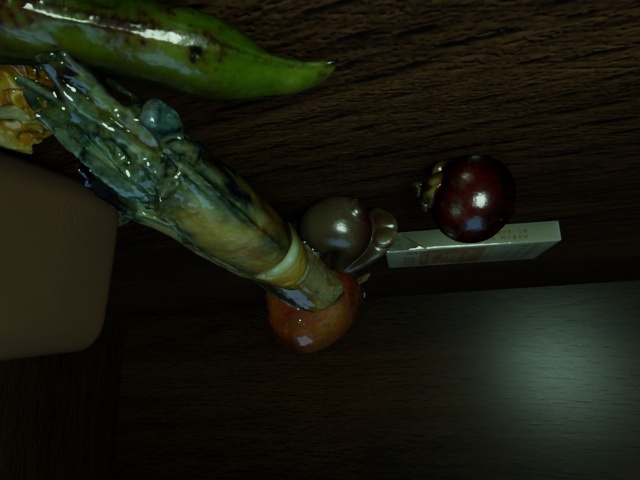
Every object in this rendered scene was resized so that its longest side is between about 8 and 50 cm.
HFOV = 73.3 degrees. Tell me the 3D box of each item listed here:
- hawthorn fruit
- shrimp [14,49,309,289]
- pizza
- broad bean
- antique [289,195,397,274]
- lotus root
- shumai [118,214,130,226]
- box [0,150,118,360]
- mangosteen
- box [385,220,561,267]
[{"bbox_3d":[0.001,0.147,1.145,0.308,0.276,0.276,-21,169,-11],"label":"hawthorn fruit"},{"bbox_3d":[-0.154,-0.040,0.465,0.272,0.085,0.445,18,165,15],"label":"shrimp"},{"bbox_3d":[-0.265,-0.124,0.377,0.161,0.062,0.182,-3,166,-15],"label":"pizza"},{"bbox_3d":[-0.146,-0.143,0.304,0.339,0.061,0.077,4,172,-19],"label":"broad bean"},{"bbox_3d":[0.000,0.000,0.791,0.143,0.121,0.257,15,159,-34],"label":"antique"},{"bbox_3d":[-0.099,0.033,0.723,0.329,0.078,0.167,40,141,-25],"label":"lotus root"},{"bbox_3d":[-0.318,-0.065,0.644,0.083,0.082,0.080,-12,130,-11],"label":"shumai"},{"bbox_3d":[-0.457,0.020,0.525,0.340,0.239,0.229,1,171,23],"label":"box"},{"bbox_3d":[0.191,-0.060,0.585,0.140,0.140,0.140,-1,166,0],"label":"mangosteen"},{"bbox_3d":[0.339,0.015,1.020,0.365,0.051,0.204,-4,166,10],"label":"box"}]
